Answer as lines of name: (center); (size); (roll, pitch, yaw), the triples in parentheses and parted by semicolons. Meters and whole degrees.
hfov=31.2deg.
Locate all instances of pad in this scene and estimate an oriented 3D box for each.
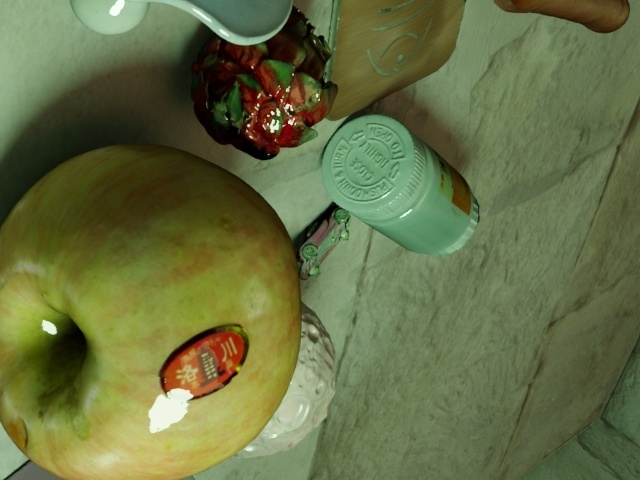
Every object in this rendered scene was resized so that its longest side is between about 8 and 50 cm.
pad: (0.119, -0.326, 1.664); (0.286, 0.018, 0.284); (-29, 144, -32)

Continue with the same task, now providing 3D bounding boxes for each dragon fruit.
dragon fruit: (-0.068, -0.193, 1.418); (0.188, 0.182, 0.182); (-23, 144, -10)

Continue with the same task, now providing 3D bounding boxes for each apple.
apple: (-0.201, 0.081, 1.341); (0.346, 0.391, 0.391); (-17, 137, -55)

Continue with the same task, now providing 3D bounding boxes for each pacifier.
pacifier: (-0.175, -0.300, 1.170); (0.299, 0.244, 0.233); (17, 142, -40)

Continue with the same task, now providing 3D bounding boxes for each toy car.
toy car: (0.000, 0.000, 1.835); (0.142, 0.055, 0.069); (-49, 160, -22)

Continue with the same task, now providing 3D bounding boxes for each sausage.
sausage: (0.398, -0.403, 1.885); (0.419, 0.094, 0.094); (-4, 112, -51)

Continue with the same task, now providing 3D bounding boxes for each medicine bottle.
medicine bottle: (0.138, -0.077, 1.829); (0.158, 0.158, 0.318); (-53, 150, 4)

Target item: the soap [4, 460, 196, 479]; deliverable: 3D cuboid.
soap: (-0.315, 0.417, 1.648); (0.296, 0.285, 0.107); (-40, 151, -20)

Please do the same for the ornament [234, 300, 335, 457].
ornament: (-0.097, 0.198, 1.722); (0.259, 0.259, 0.225); (-56, 154, 10)
